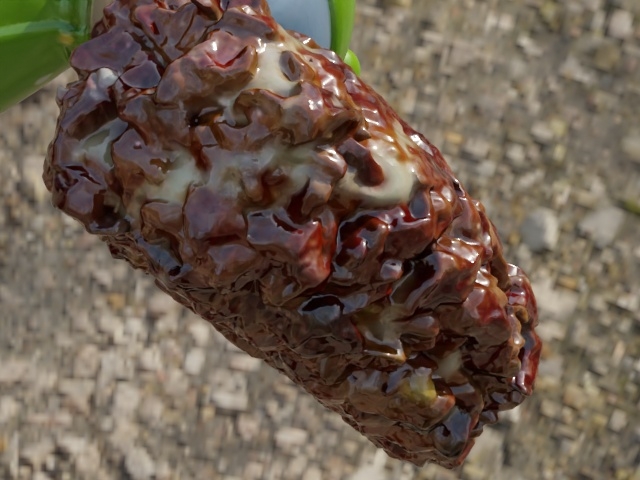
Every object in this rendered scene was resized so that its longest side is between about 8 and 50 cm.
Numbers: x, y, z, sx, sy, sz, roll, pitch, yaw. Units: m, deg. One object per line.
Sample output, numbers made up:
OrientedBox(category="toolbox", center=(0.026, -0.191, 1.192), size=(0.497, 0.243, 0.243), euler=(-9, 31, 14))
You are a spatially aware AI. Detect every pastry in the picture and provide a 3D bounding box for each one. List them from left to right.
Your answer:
OrientedBox(category="pastry", center=(0.001, 0.001, 0.618), size=(0.097, 0.208, 0.115), euler=(-48, 43, 0))

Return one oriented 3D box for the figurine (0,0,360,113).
OrientedBox(category="figurine", center=(-0.103, -0.127, 0.990), size=(0.263, 0.162, 0.143), euler=(1, 27, -9))
